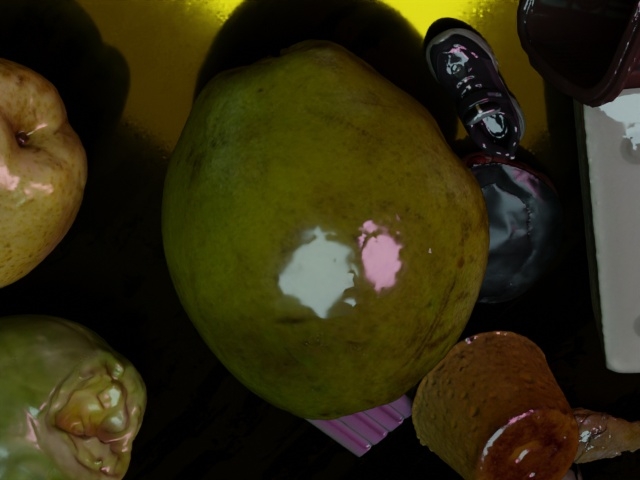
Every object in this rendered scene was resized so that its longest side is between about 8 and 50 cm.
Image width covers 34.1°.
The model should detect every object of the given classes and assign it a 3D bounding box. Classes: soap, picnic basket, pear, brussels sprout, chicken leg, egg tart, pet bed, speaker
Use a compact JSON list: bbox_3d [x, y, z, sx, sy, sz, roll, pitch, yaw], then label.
[{"bbox_3d":[0.017,0.186,1.381,0.203,0.065,0.122,39,112,-19],"label":"soap"},{"bbox_3d":[0.308,-0.279,0.978,0.129,0.222,0.297,2,120,-21],"label":"picnic basket"},{"bbox_3d":[0.000,0.000,1.127,0.351,0.352,0.414,-16,105,10],"label":"pear"},{"bbox_3d":[-0.374,0.253,1.312,0.343,0.268,0.344,-3,124,-5],"label":"brussels sprout"},{"bbox_3d":[-0.383,-0.075,1.139,0.271,0.271,0.271,0,119,1],"label":"pear"},{"bbox_3d":[0.399,0.265,1.422,0.197,0.069,0.085,1,121,-7],"label":"chicken leg"},{"bbox_3d":[0.232,0.229,1.328,0.202,0.147,0.203,-8,116,-16],"label":"egg tart"},{"bbox_3d":[0.200,-0.016,1.273,0.201,0.053,0.201,0,120,0],"label":"pet bed"},{"bbox_3d":[0.396,-0.042,1.187,0.184,0.183,0.406,-7,118,11],"label":"speaker"}]

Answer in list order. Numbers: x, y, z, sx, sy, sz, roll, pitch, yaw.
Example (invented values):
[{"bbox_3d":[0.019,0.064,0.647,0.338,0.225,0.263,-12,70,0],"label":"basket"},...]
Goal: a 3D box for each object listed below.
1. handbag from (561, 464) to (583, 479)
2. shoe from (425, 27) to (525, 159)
[{"bbox_3d":[0.220,0.463,1.386,0.325,0.327,0.163,-24,117,15],"label":"handbag"},{"bbox_3d":[0.178,-0.155,1.168,0.071,0.099,0.169,-28,114,19],"label":"shoe"}]
